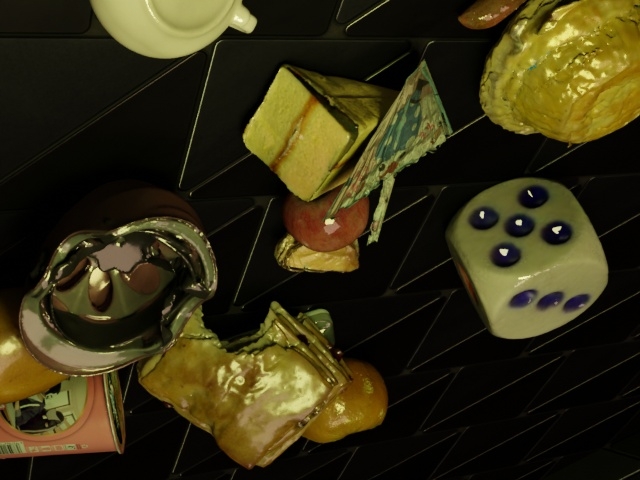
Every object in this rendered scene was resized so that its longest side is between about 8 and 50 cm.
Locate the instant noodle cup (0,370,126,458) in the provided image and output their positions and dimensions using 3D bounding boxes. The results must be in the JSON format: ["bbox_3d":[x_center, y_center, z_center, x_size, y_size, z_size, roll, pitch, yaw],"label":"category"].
[{"bbox_3d":[-0.505,0.304,1.892,0.255,0.244,0.244,-8,144,-5],"label":"instant noodle cup"}]

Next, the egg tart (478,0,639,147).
[{"bbox_3d":[0.447,-0.286,1.663,0.387,0.169,0.388,-20,151,-12],"label":"egg tart"}]

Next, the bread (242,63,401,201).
[{"bbox_3d":[0.022,-0.195,1.648,0.168,0.163,0.264,-54,167,32],"label":"bread"}]

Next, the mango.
[{"bbox_3d":[-0.501,0.165,1.733,0.317,0.173,0.211,-23,135,-21],"label":"mango"}]

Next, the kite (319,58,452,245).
[{"bbox_3d":[0.118,-0.135,1.649,0.406,0.014,0.368,-35,148,-44],"label":"kite"}]

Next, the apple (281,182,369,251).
[{"bbox_3d":[0.011,-0.049,1.739,0.153,0.153,0.120,-25,129,4],"label":"apple"}]

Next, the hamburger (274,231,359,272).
[{"bbox_3d":[0.006,-0.004,1.868,0.176,0.087,0.102,4,127,-24],"label":"hamburger"}]

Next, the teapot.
[{"bbox_3d":[-0.185,-0.326,1.266,0.299,0.166,0.208,28,81,-57],"label":"teapot"}]

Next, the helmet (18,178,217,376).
[{"bbox_3d":[-0.329,0.041,1.620,0.338,0.197,0.271,-43,129,20],"label":"helmet"}]

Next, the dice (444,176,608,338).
[{"bbox_3d":[0.405,0.034,2.007,0.251,0.243,0.259,-24,143,2],"label":"dice"}]

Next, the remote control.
[{"bbox_3d":[-0.132,0.238,2.129,0.335,0.065,0.128,-18,143,-7],"label":"remote control"}]

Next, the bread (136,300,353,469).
[{"bbox_3d":[-0.139,0.272,1.992,0.370,0.191,0.314,42,95,-19],"label":"bread"}]

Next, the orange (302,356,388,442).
[{"bbox_3d":[0.048,0.355,2.288,0.237,0.179,0.158,-5,145,-23],"label":"orange"}]

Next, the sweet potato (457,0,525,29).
[{"bbox_3d":[0.308,-0.388,1.545,0.214,0.050,0.050,-34,145,9],"label":"sweet potato"}]
